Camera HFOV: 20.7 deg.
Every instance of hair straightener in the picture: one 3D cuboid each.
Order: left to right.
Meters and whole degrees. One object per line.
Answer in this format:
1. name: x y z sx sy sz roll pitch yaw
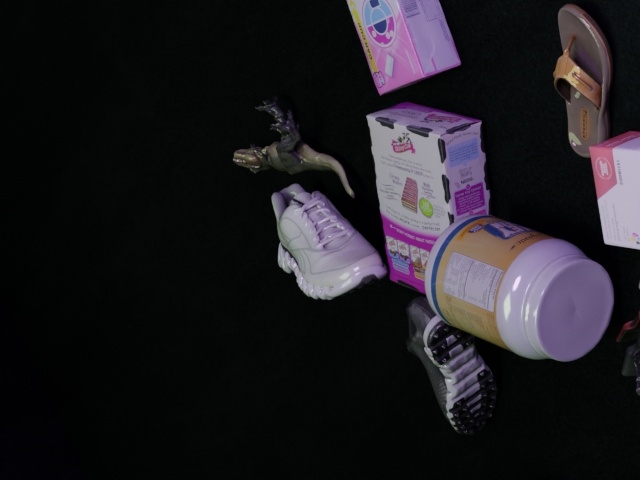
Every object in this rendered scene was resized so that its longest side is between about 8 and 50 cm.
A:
1. hair straightener: 0.362 0.122 1.898 0.230 0.047 0.089 96 168 -75

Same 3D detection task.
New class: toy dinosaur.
1. toy dinosaur: -0.043 -0.136 2.486 0.268 0.064 0.118 17 137 53

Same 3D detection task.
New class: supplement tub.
1. supplement tub: 0.234 0.057 2.068 0.199 0.144 0.144 22 126 51

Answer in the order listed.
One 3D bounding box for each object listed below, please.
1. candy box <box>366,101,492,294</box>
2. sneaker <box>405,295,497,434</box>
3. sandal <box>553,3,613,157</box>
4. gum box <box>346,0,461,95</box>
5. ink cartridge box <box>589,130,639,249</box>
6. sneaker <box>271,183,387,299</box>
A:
1. candy box: 0.145 -0.048 2.222 0.159 0.071 0.233 22 127 53
2. sneaker: 0.166 0.156 2.282 0.106 0.078 0.234 47 165 45
3. sandal: 0.285 -0.172 1.938 0.072 0.049 0.180 26 130 50
4. gum box: 0.092 -0.287 2.168 0.107 0.062 0.188 -15 95 60
5. ink cartridge box: 0.380 -0.048 1.842 0.198 0.067 0.115 9 116 56
6. sneaker: 0.000 0.000 2.397 0.292 0.110 0.118 30 138 64
